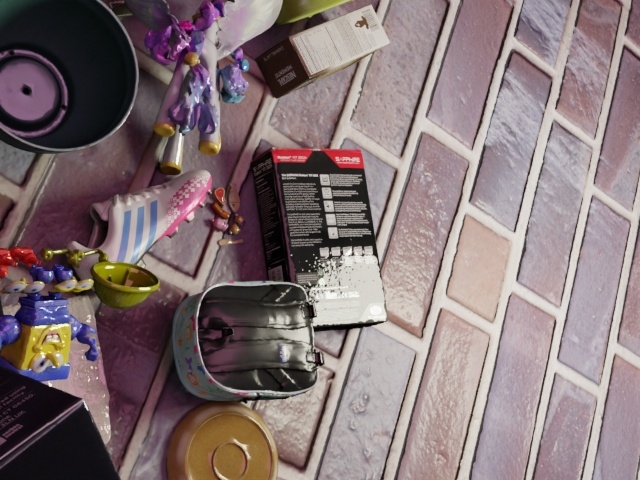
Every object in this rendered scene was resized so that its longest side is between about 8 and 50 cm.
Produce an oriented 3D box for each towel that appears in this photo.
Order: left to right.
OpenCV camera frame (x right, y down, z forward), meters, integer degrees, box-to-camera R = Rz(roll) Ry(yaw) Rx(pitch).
[{"bbox_3d":[-0.460,0.239,1.780,0.187,0.049,0.282,-6,80,-36],"label":"towel"}]

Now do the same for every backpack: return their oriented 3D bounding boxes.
[{"bbox_3d":[-0.149,0.187,1.918,0.253,0.191,0.225,5,72,-41],"label":"backpack"}]

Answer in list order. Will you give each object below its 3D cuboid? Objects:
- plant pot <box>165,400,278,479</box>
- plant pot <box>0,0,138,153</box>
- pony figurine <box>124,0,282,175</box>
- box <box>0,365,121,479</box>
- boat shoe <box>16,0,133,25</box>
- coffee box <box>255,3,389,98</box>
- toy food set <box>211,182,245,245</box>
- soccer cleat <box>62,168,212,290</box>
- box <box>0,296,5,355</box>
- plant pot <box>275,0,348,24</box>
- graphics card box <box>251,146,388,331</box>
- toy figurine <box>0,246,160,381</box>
[{"bbox_3d":[-0.173,0.412,1.939,0.236,0.032,0.236,11,71,-32],"label":"plant pot"},{"bbox_3d":[-0.488,-0.278,1.805,0.293,0.196,0.293,6,79,-31],"label":"plant pot"},{"bbox_3d":[-0.230,-0.342,1.936,0.302,0.351,0.364,6,71,-2],"label":"pony figurine"},{"bbox_3d":[-0.463,0.420,1.380,0.297,0.471,0.480,-39,124,-37],"label":"box"},{"bbox_3d":[-0.450,-0.427,1.938,0.304,0.109,0.091,-8,82,-30],"label":"boat shoe"},{"bbox_3d":[0.005,-0.401,2.220,0.246,0.141,0.098,-30,95,-35],"label":"coffee box"},{"bbox_3d":[-0.184,-0.054,2.067,0.077,0.019,0.122,-7,81,-36],"label":"toy food set"},{"bbox_3d":[-0.329,-0.049,1.907,0.143,0.116,0.331,49,56,-14],"label":"soccer cleat"},{"bbox_3d":[-0.602,0.108,1.661,0.163,0.142,0.247,-9,84,-37],"label":"box"},{"bbox_3d":[-0.044,-0.646,2.156,0.366,0.366,0.353,-30,107,-36],"label":"plant pot"},{"bbox_3d":[0.000,0.000,2.133,0.232,0.094,0.371,-3,78,-35],"label":"graphics card box"},{"bbox_3d":[-0.440,0.137,1.649,0.362,0.191,0.217,1,105,-57],"label":"toy figurine"}]
